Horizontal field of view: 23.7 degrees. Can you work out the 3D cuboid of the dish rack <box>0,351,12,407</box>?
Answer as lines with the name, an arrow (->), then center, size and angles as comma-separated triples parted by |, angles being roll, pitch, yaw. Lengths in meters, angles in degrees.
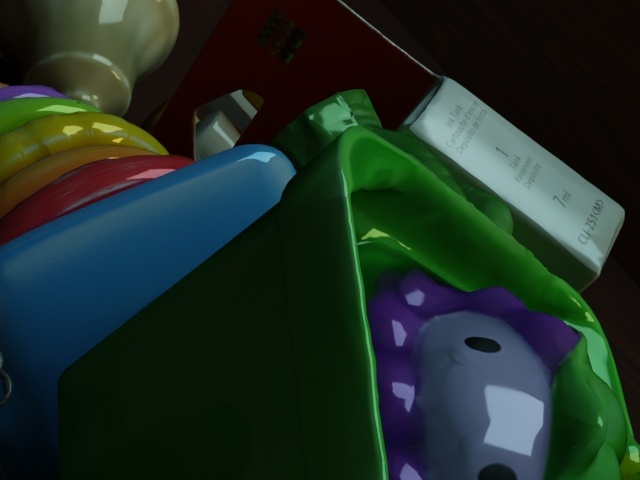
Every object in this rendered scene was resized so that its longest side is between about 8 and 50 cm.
dish rack -> -0.175, -0.018, 0.540 | 0.208, 0.074, 0.271 | 58, -18, 25

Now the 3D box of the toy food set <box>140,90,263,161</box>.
toy food set -> -0.057, -0.044, 1.020 | 0.104, 0.111, 0.232 | 48, -26, -16

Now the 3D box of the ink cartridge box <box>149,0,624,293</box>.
ink cartridge box -> 0.000, 0.000, 0.879 | 0.239, 0.275, 0.060 | 36, 48, -3

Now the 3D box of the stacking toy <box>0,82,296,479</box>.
stacking toy -> -0.140, -0.018, 0.754 | 0.302, 0.166, 0.175 | 47, -27, 42

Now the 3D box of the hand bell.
hand bell -> -0.150, -0.060, 0.917 | 0.126, 0.126, 0.242 | 41, 31, -36

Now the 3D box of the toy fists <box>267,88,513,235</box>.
toy fists -> 0.004, 0.047, 0.802 | 0.096, 0.279, 0.142 | -27, 74, -41

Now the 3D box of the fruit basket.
fruit basket -> 0.114, 0.152, 0.535 | 0.283, 0.392, 0.392 | 32, 25, -52
